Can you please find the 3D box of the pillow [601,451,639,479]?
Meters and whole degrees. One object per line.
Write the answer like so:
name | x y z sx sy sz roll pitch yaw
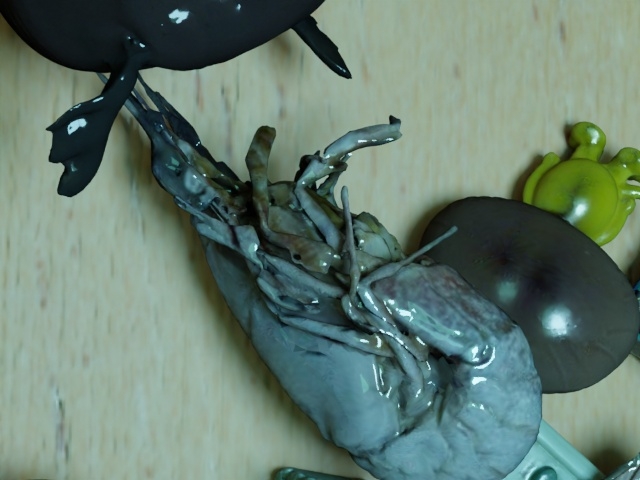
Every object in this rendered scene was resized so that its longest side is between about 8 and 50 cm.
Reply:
pillow | 0.233 0.251 1.023 0.135 0.049 0.248 -35 101 -17

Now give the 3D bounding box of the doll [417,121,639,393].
doll | 0.147 0.018 1.046 0.188 0.096 0.145 -30 71 -22

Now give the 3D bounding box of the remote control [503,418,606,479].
remote control | 0.193 0.249 1.070 0.335 0.065 0.128 42 78 -10

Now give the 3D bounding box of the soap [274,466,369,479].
soap | -0.005 0.239 0.996 0.063 0.114 0.198 13 87 -14

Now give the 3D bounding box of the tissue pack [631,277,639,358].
tissue pack | 0.251 0.039 1.087 0.085 0.079 0.111 32 80 21

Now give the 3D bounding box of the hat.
hat | -0.124 -0.154 0.928 0.336 0.238 0.209 9 113 20

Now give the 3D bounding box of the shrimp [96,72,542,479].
shrimp | -0.006 0.005 0.974 0.343 0.145 0.116 46 39 7
